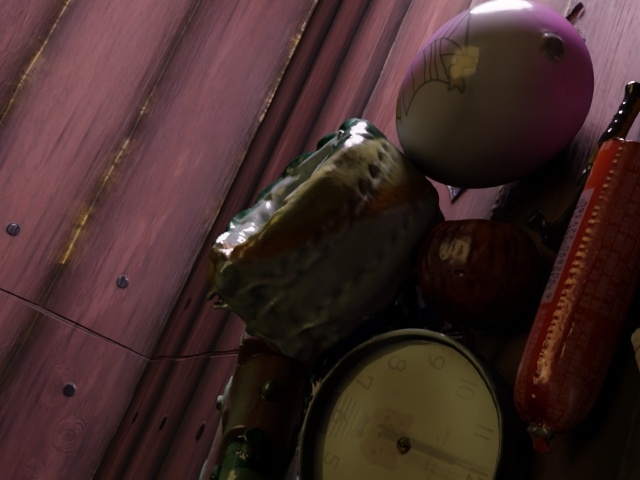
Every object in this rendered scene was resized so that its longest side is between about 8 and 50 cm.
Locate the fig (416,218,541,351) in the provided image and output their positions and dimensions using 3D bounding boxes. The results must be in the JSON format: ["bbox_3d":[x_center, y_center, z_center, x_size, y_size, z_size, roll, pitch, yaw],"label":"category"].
[{"bbox_3d":[0.152,0.040,0.892,0.150,0.128,0.128,-60,16,26],"label":"fig"}]

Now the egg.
[{"bbox_3d":[0.181,-0.157,0.980,0.271,0.196,0.196,-6,58,64],"label":"egg"}]

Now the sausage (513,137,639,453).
[{"bbox_3d":[0.226,0.047,0.738,0.274,0.074,0.074,-65,17,-13],"label":"sausage"}]

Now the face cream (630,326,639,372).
[{"bbox_3d":[0.253,0.109,0.648,0.038,0.020,0.115,-49,21,33],"label":"face cream"}]

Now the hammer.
[{"bbox_3d":[0.267,-0.069,0.837,0.201,0.078,0.021,-55,16,-18],"label":"hammer"}]

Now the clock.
[{"bbox_3d":[0.077,0.192,0.811,0.226,0.049,0.226,-19,56,31],"label":"clock"}]

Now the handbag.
[{"bbox_3d":[0.062,0.139,1.011,0.162,0.113,0.260,-30,32,45],"label":"handbag"}]

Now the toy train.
[{"bbox_3d":[-0.071,0.233,1.103,0.304,0.150,0.221,-77,-3,-46],"label":"toy train"}]

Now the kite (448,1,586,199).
[{"bbox_3d":[0.245,-0.184,1.147,0.285,0.015,0.152,-49,21,36],"label":"kite"}]

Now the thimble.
[{"bbox_3d":[0.000,0.000,0.992,0.254,0.167,0.288,-35,12,44],"label":"thimble"}]
